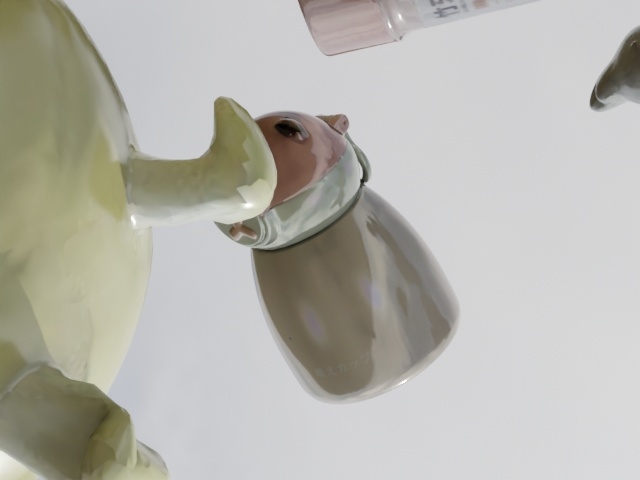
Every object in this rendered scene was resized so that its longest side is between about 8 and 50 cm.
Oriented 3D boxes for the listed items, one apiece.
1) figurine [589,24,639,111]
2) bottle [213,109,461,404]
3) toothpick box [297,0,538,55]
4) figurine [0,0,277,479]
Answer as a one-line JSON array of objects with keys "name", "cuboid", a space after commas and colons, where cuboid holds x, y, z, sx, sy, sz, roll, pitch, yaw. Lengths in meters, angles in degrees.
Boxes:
[{"name": "figurine", "cuboid": [0.306, -0.063, 1.511, 0.193, 0.154, 0.421, -2, -75, 19]}, {"name": "bottle", "cuboid": [0.000, 0.000, 1.555, 0.147, 0.236, 0.147, -25, -157, 12]}, {"name": "toothpick box", "cuboid": [0.063, -0.144, 0.859, 0.149, 0.098, 0.098, -13, -129, 10]}, {"name": "figurine", "cuboid": [-0.194, -0.019, 0.399, 0.394, 0.274, 0.226, 12, -125, 18]}]
